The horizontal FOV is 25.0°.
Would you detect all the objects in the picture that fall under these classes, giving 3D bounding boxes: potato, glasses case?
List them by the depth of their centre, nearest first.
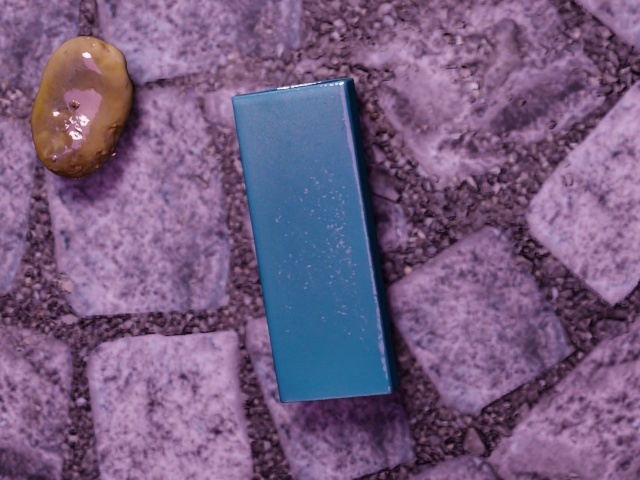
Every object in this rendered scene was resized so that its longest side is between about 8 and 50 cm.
[{"bbox_3d":[-0.002,0.000,1.384,0.117,0.070,0.301,-6,100,14],"label":"glasses case"},{"bbox_3d":[-0.229,-0.127,1.387,0.091,0.070,0.138,22,99,5],"label":"potato"}]
